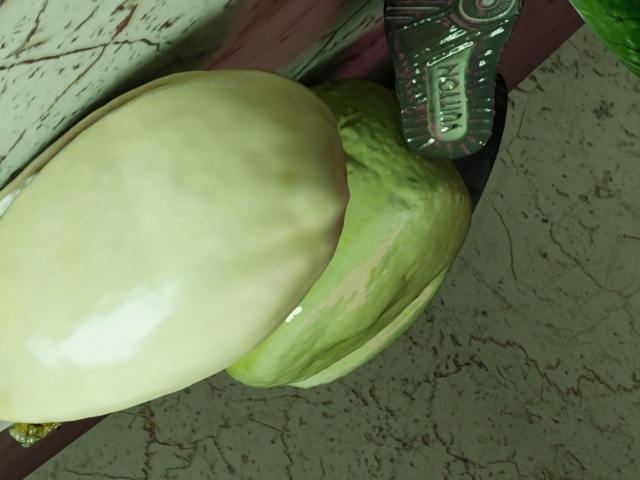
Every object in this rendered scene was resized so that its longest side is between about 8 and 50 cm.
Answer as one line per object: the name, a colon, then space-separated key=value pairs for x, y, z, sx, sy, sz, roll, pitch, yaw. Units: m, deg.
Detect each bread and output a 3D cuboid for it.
bread: x=-0.009 y=-0.007 z=1.201 sx=0.320 sy=0.237 sz=0.320 roll=-43 pitch=160 yaw=-20

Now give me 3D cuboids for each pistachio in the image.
pistachio: x=-0.121 y=0.009 z=0.806 sx=0.318 sy=0.214 sz=0.193 roll=-32 pitch=-140 yaw=5

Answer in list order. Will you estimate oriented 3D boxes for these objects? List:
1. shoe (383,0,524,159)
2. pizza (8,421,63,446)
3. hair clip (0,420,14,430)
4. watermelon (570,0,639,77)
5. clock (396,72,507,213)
shoe: x=0.102 y=-0.207 z=1.007 sx=0.109 sy=0.149 sz=0.293 roll=-4 pitch=145 yaw=1
pizza: x=-0.303 y=0.167 z=1.640 sx=0.289 sy=0.081 sz=0.229 roll=-37 pitch=-178 yaw=-33
hair clip: x=-0.275 y=0.118 z=1.318 sx=0.331 sy=0.085 sz=0.101 roll=-30 pitch=171 yaw=-27
watermelon: x=0.295 y=-0.236 z=0.664 sx=0.363 sy=0.363 sz=0.363 roll=-39 pitch=176 yaw=-3
clock: x=0.111 y=-0.068 z=1.551 sx=0.386 sy=0.076 sz=0.386 roll=-58 pitch=-166 yaw=24
